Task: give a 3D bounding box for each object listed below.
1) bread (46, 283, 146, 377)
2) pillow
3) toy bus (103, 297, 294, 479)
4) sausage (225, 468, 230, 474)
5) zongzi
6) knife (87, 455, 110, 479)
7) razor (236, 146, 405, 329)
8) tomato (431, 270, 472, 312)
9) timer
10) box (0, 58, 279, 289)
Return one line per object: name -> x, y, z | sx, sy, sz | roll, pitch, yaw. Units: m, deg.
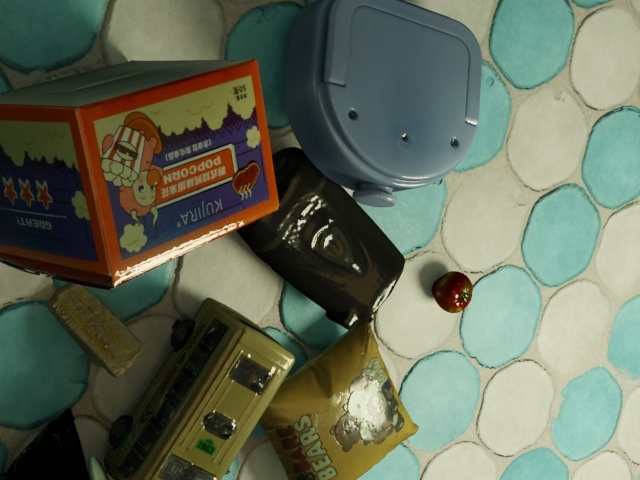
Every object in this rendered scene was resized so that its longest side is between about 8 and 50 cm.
bread -> -0.383, 0.147, 1.798 | 0.077, 0.105, 0.152 | -46, 120, -20
pillow -> 0.031, 0.349, 2.071 | 0.312, 0.119, 0.310 | -33, 119, -20
toy bus -> -0.217, 0.301, 1.873 | 0.177, 0.202, 0.365 | 34, 86, -31
sausage -> -0.177, 0.369, 2.001 | 0.050, 0.048, 0.145 | 13, 94, -38
zongzi -> -0.520, 0.527, 1.761 | 0.362, 0.319, 0.383 | -21, 94, -14
knife -> -0.324, 0.515, 1.865 | 0.038, 0.132, 0.398 | -20, 137, -3
razor -> -0.001, -0.001, 1.969 | 0.349, 0.113, 0.204 | 46, 77, -27
tomato -> 0.271, 0.104, 2.177 | 0.087, 0.075, 0.087 | -12, 107, -43
timer -> 0.108, -0.247, 1.926 | 0.395, 0.173, 0.395 | 4, 83, -34
box -> -0.302, -0.120, 1.606 | 0.349, 0.318, 0.257 | -26, 116, -45
